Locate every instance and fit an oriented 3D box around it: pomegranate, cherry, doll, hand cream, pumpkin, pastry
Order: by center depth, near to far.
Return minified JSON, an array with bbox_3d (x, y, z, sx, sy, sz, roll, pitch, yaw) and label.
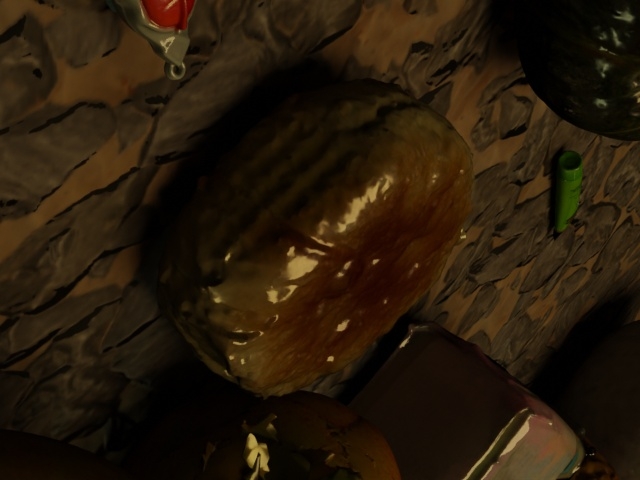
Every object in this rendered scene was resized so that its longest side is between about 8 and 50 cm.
[{"bbox_3d":[-0.071,-0.117,0.425,0.057,0.039,0.114,-65,158,-51],"label":"doll"},{"bbox_3d":[0.000,0.000,0.599,0.192,0.093,0.182,-45,152,-7],"label":"pastry"},{"bbox_3d":[-0.033,0.188,0.636,0.210,0.210,0.235,-41,168,-22],"label":"pomegranate"},{"bbox_3d":[0.231,-0.169,0.690,0.224,0.157,0.223,-27,145,-21],"label":"pumpkin"},{"bbox_3d":[0.227,-0.041,0.963,0.036,0.023,0.122,-49,155,-16],"label":"hand cream"},{"bbox_3d":[0.416,0.262,1.282,0.335,0.291,0.326,-44,-169,8],"label":"cherry"}]

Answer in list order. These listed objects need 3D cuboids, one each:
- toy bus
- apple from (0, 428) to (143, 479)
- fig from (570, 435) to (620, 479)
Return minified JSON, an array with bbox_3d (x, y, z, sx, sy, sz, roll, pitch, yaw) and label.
[{"bbox_3d":[0.035,0.250,0.868,0.386,0.171,0.162,-51,141,-4],"label":"toy bus"},{"bbox_3d":[-0.157,0.219,0.457,0.257,0.257,0.234,-27,168,-39],"label":"apple"},{"bbox_3d":[0.160,0.349,1.092,0.369,0.286,0.286,-14,135,-25],"label":"fig"}]
